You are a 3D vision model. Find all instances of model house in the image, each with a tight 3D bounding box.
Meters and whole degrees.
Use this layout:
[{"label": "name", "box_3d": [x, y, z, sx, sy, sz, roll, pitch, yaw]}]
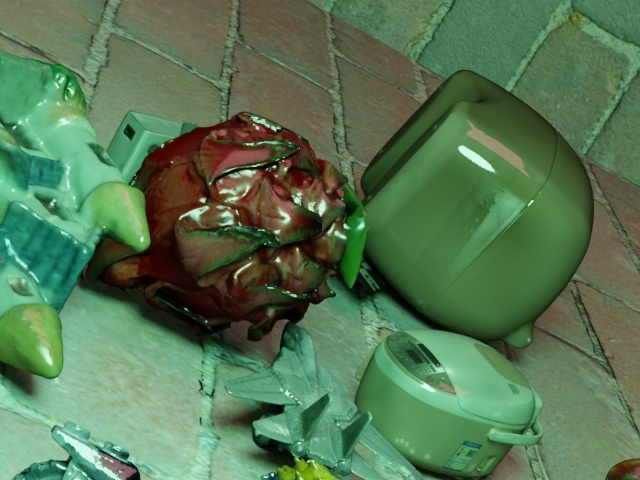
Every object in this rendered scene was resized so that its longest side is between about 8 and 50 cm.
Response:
[{"label": "model house", "box_3d": [-0.277, -0.017, 1.589, 0.267, 0.194, 0.325, 14, 27, -46]}]

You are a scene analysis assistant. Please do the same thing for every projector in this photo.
[{"label": "projector", "box_3d": [-0.174, -0.073, 2.041, 0.147, 0.115, 0.061, 15, 21, -43]}]

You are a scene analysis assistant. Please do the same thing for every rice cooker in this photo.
[{"label": "rice cooker", "box_3d": [0.129, 0.167, 1.876, 0.206, 0.127, 0.145, 21, 20, -41]}]

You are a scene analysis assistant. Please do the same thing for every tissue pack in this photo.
[{"label": "tissue pack", "box_3d": [0.207, -0.040, 2.345, 0.277, 0.267, 0.387, 39, 14, -7]}]

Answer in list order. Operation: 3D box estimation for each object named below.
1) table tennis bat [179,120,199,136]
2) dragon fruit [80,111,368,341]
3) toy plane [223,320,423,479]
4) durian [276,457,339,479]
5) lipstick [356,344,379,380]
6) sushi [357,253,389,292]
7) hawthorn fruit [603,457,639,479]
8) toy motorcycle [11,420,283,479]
[{"label": "table tennis bat", "box_3d": [-0.132, -0.054, 1.948, 0.019, 0.130, 0.220, 9, -29, 6]}, {"label": "dragon fruit", "box_3d": [-0.105, -0.010, 1.776, 0.293, 0.234, 0.234, -10, 29, -9]}, {"label": "toy plane", "box_3d": [-0.020, 0.148, 1.752, 0.212, 0.088, 0.267, 27, 9, -19]}, {"label": "durian", "box_3d": [-0.034, 0.240, 1.449, 0.078, 0.140, 0.224, -15, 11, -26]}, {"label": "lipstick", "box_3d": [0.094, 0.137, 2.035, 0.045, 0.045, 0.145, 39, 19, 19]}, {"label": "sushi", "box_3d": [0.000, 0.000, 2.244, 0.192, 0.050, 0.215, 51, 10, 7]}, {"label": "hawthorn fruit", "box_3d": [0.352, 0.276, 2.048, 0.077, 0.077, 0.077, 29, 17, -10]}, {"label": "toy motorcycle", "box_3d": [-0.088, 0.212, 1.318, 0.270, 0.159, 0.106, 31, -5, -8]}]
